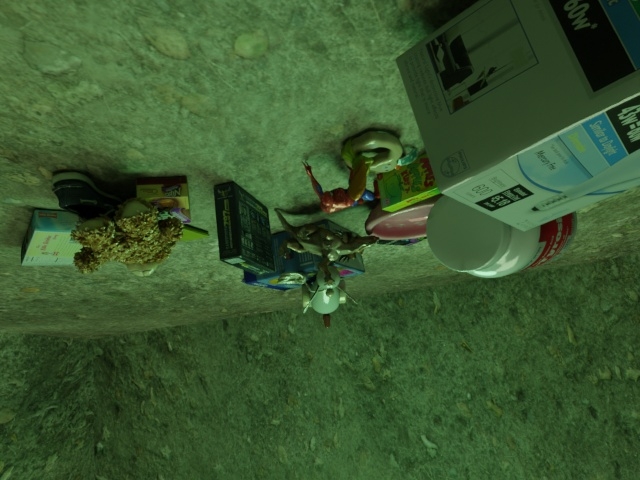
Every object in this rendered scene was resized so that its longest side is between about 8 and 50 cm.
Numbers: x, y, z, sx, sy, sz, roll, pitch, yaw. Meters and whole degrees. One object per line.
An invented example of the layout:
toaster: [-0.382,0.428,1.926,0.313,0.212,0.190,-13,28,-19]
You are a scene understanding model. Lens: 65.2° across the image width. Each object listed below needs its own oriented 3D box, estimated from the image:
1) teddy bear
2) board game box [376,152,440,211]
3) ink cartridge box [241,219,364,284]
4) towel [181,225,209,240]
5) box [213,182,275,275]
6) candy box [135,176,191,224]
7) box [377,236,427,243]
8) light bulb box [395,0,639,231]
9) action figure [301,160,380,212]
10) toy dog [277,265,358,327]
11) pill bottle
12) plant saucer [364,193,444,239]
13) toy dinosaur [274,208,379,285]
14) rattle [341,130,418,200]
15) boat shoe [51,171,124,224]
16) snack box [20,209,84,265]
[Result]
teddy bear: [-0.422,0.009,1.117,0.245,0.113,0.338,-25,171,-30]
board game box: [0.222,-0.141,1.185,0.181,0.092,0.043,-21,159,41]
ink cartridge box: [-0.084,0.069,1.713,0.396,0.151,0.270,-13,164,24]
towel: [-0.425,-0.032,1.412,0.102,0.021,0.237,-8,167,23]
box: [-0.186,-0.021,1.249,0.059,0.183,0.233,-10,166,12]
candy box: [-0.361,-0.088,1.166,0.109,0.053,0.186,-3,163,-14]
box: [0.302,-0.010,1.831,0.162,0.029,0.116,4,161,-34]
light bulb box: [0.366,-0.203,0.698,0.361,0.225,0.358,-27,157,34]
action figure: [0.053,-0.138,1.155,0.092,0.139,0.280,-18,-176,25]
toy dog: [0.013,0.192,1.613,0.220,0.160,0.334,-13,164,16]
pill bottle: [0.428,-0.034,1.178,0.229,0.229,0.408,-22,169,42]
plant saucer: [0.289,-0.086,1.441,0.332,0.084,0.332,-8,165,-2]
toy dinosaur: [0.000,0.000,1.428,0.296,0.127,0.200,27,-153,6]
rattle: [0.142,-0.143,1.064,0.130,0.142,0.200,-37,146,26]
boat shoe: [-0.500,-0.072,1.105,0.095,0.079,0.254,-10,166,-5]
snack box: [-0.674,0.003,1.330,0.187,0.060,0.322,3,162,-36]
